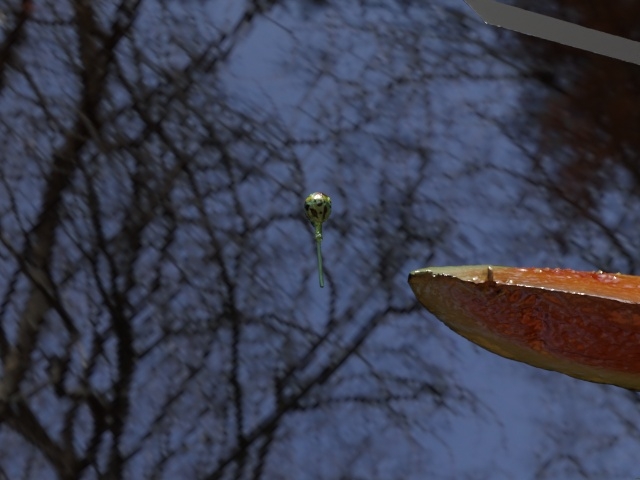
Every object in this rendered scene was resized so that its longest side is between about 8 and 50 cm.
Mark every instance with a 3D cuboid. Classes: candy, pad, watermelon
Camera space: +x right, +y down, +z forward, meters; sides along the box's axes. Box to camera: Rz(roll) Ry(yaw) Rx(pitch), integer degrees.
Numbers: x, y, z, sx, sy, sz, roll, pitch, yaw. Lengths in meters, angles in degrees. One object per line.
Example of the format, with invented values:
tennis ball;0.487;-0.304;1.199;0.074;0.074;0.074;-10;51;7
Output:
candy;0.000;0.000;1.569;0.023;0.025;0.083;-1;-111;-9
pad;0.209;-0.168;1.580;0.190;0.127;0.004;14;-74;-12
watermelon;0.170;0.043;1.062;0.245;0.119;0.063;13;-102;5

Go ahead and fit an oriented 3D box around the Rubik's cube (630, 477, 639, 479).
Rubik's cube;0.373;0.419;1.584;0.344;0.346;0.347;2;-45;-34
